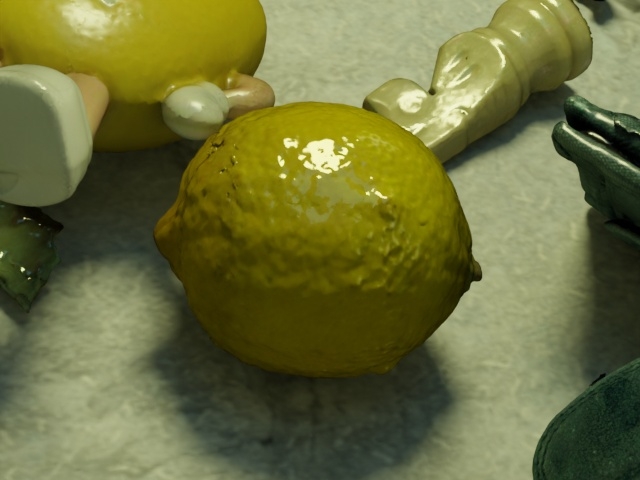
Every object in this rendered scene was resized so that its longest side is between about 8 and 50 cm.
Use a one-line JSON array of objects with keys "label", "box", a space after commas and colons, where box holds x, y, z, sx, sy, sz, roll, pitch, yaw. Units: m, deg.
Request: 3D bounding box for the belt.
[{"label": "belt", "box": [0.264, 0.149, 1.178, 0.267, 0.206, 0.116, -5, 47, -14]}]

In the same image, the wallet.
[{"label": "wallet", "box": [0.323, 0.028, 1.332, 0.342, 0.237, 0.075, 32, 87, 20]}]

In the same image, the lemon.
[{"label": "lemon", "box": [0.000, 0.000, 1.281, 0.231, 0.192, 0.192, 7, 44, -5]}]

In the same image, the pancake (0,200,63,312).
[{"label": "pancake", "box": [-0.396, -0.011, 1.307, 0.426, 0.067, 0.305, -21, 61, -31]}]

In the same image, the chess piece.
[{"label": "chess piece", "box": [0.129, -0.131, 1.534, 0.200, 0.090, 0.090, -35, 60, -25]}]

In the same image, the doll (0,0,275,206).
[{"label": "doll", "box": [-0.202, -0.140, 1.360, 0.348, 0.161, 0.423, 10, 28, -13]}]
